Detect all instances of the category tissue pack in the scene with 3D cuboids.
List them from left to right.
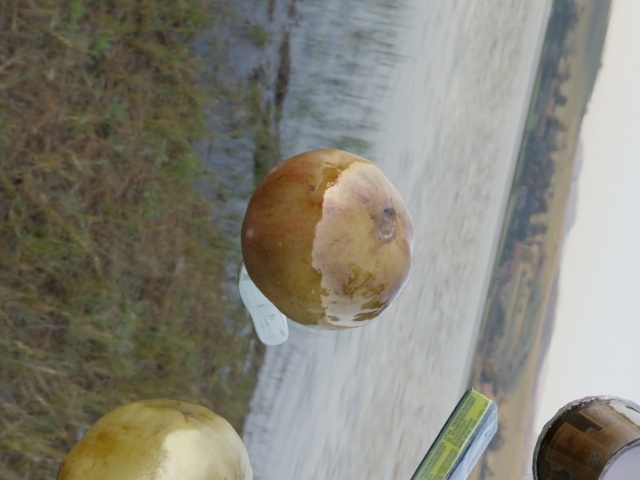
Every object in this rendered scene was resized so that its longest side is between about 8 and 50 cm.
[{"bbox_3d":[0.283,0.463,1.959,0.257,0.081,0.185,-53,155,-19],"label":"tissue pack"}]

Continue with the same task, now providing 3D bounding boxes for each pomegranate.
[{"bbox_3d":[-0.263,0.423,1.470,0.332,0.333,0.332,13,90,-79],"label":"pomegranate"},{"bbox_3d":[0.000,0.000,1.663,0.338,0.338,0.338,13,90,-79],"label":"pomegranate"}]

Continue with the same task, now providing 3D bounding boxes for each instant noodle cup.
[{"bbox_3d":[0.429,0.337,1.271,0.207,0.218,0.217,161,-58,-87],"label":"instant noodle cup"}]

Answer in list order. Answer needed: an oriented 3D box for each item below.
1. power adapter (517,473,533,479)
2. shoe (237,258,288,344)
[{"bbox_3d":[0.488,0.563,1.950,0.205,0.130,0.125,-154,-125,-76],"label":"power adapter"},{"bbox_3d":[-0.128,0.106,2.005,0.110,0.095,0.264,-98,180,-54],"label":"shoe"}]
